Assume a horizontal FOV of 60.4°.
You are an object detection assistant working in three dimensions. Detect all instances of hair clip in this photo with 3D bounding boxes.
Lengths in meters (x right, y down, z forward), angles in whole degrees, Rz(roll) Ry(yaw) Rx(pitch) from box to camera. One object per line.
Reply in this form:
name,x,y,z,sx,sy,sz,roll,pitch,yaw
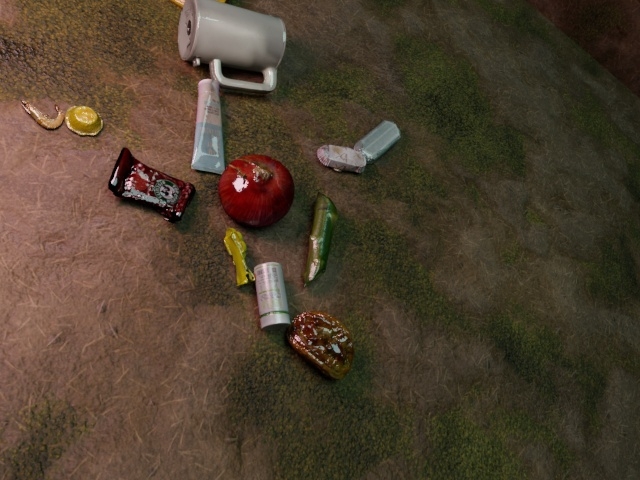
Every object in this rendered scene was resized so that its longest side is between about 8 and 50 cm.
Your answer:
hair clip,-0.237,0.045,1.603,0.046,0.072,0.173,-10,76,-45

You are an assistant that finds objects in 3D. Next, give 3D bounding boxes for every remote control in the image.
remote control,0.220,-0.376,2.091,0.104,0.052,0.247,47,55,-1

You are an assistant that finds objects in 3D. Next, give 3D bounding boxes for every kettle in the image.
kettle,-0.288,-0.655,1.829,0.318,0.205,0.265,1,54,-33

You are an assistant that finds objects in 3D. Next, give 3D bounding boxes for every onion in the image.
onion,-0.189,-0.155,1.686,0.248,0.161,0.248,1,87,-34

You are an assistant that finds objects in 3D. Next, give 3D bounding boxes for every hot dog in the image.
hot dog,0.007,0.302,1.607,0.227,0.099,0.160,35,53,-8
hot dog,0.075,-0.293,1.964,0.192,0.053,0.099,5,64,-25

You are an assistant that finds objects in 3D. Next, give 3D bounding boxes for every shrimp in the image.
shrimp,-0.764,-0.359,1.519,0.114,0.023,0.083,40,50,-15

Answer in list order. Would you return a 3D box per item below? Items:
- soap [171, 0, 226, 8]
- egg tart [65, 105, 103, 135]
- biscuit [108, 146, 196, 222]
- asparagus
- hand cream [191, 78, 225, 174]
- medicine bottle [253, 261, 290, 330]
soap,-0.470,-0.918,1.919,0.324,0.096,0.204,27,56,-17
egg tart,-0.668,-0.345,1.559,0.105,0.039,0.105,14,59,-25
biscuit,-0.476,-0.149,1.560,0.235,0.063,0.151,26,57,-21
asparagus,-0.001,0.001,1.758,0.085,0.082,0.343,21,59,-25
hand cream,-0.354,-0.359,1.736,0.111,0.070,0.312,7,67,-33
medicine bottle,-0.141,0.161,1.593,0.086,0.086,0.183,3,66,-29
